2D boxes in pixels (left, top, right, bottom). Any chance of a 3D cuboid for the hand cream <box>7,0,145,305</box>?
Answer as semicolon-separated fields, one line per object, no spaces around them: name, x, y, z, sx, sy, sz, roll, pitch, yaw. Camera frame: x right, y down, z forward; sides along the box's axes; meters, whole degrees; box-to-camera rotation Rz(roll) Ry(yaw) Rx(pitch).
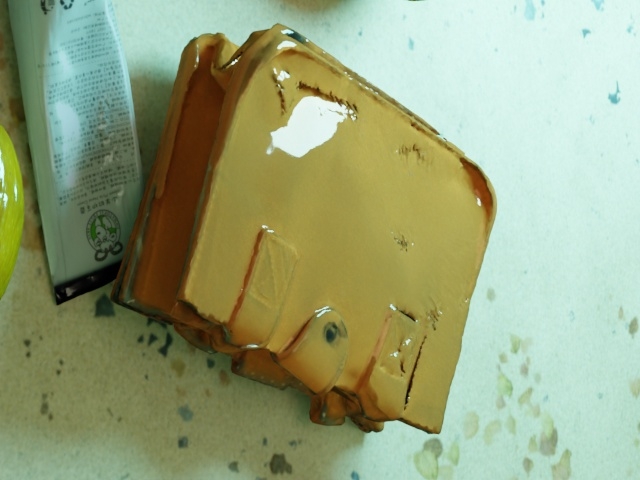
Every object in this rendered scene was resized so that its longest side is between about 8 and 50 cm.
hand cream;-0.212;-0.120;1.728;0.121;0.076;0.336;-21;109;-41

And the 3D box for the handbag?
handbag;0.000;0.000;1.878;0.410;0.116;0.303;31;66;-46

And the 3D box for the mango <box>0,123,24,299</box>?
mango;-0.341;0.039;1.511;0.187;0.144;0.359;43;60;-33
